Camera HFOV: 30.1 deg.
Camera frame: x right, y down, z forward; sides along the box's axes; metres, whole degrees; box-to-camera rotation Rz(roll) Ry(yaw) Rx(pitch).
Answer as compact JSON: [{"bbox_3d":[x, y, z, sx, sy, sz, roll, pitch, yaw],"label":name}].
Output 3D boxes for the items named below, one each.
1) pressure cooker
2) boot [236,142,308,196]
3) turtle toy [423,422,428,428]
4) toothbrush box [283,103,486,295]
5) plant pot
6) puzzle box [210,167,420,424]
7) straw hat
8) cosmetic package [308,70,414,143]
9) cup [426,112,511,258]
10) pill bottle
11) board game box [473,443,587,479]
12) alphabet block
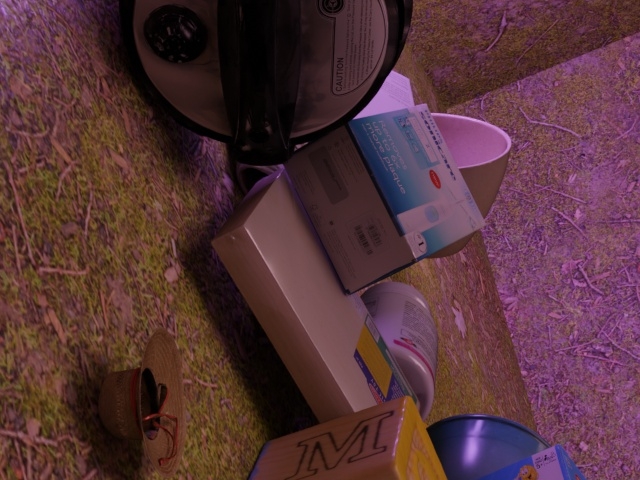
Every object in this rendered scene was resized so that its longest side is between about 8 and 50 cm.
[{"bbox_3d":[-0.073,-0.322,1.550,0.370,0.375,0.420,43,25,-25],"label":"pressure cooker"},{"bbox_3d":[-0.068,-0.108,1.816,0.213,0.077,0.165,45,27,-46],"label":"boot"},{"bbox_3d":[0.135,0.305,1.992,0.095,0.066,0.130,-151,-141,-76],"label":"turtle toy"},{"bbox_3d":[0.100,-0.067,1.731,0.295,0.126,0.216,-20,83,-62],"label":"toothbrush box"},{"bbox_3d":[0.234,0.451,1.820,0.271,0.272,0.255,64,27,-20],"label":"plant pot"},{"bbox_3d":[0.008,0.121,1.571,0.409,0.052,0.272,60,16,-11],"label":"puzzle box"},{"bbox_3d":[-0.174,0.154,1.114,0.144,0.061,0.144,-4,90,-79],"label":"straw hat"},{"bbox_3d":[0.061,-0.159,2.056,0.197,0.155,0.365,23,39,-24],"label":"cosmetic package"},{"bbox_3d":[0.223,-0.102,2.479,0.331,0.331,0.237,-77,169,-65],"label":"cup"},{"bbox_3d":[0.105,0.179,1.877,0.283,0.160,0.160,-70,137,-68],"label":"pill bottle"},{"bbox_3d":[0.249,0.437,1.566,0.308,0.302,0.086,51,20,-35],"label":"board game box"},{"bbox_3d":[0.042,0.322,1.387,0.192,0.197,0.193,65,16,-13],"label":"alphabet block"}]
